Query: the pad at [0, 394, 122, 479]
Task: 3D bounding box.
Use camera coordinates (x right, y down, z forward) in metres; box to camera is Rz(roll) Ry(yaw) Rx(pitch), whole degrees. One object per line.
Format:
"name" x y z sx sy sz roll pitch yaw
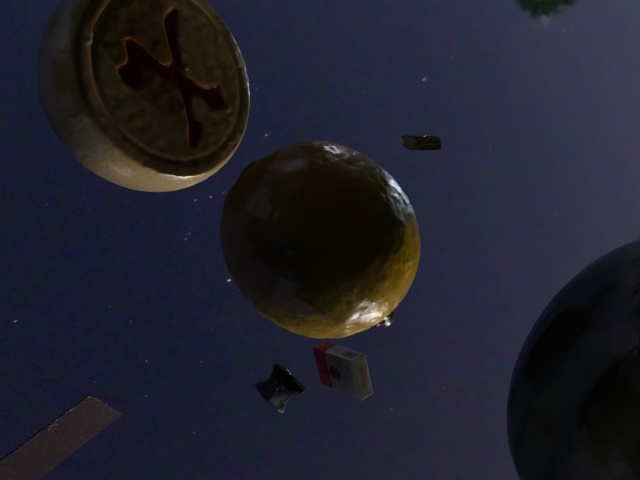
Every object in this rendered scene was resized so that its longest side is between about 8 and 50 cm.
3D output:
"pad" -0.435 0.333 0.803 0.330 0.220 0.004 -36 -104 -20

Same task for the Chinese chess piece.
"Chinese chess piece" -0.271 -0.245 0.932 0.338 0.141 0.338 4 -96 -49

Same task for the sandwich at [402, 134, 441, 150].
"sandwich" 0.200 -0.198 1.186 0.044 0.083 0.030 -30 -58 -62

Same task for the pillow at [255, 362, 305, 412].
"pillow" -0.095 0.345 1.372 0.091 0.135 0.055 25 -135 -11

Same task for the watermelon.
"watermelon" 0.344 0.143 0.571 0.279 0.359 0.279 23 -154 -12

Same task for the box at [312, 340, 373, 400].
"box" 0.050 0.300 1.362 0.048 0.152 0.100 -19 -76 -37

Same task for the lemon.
"lemon" 0.000 -0.001 0.864 0.297 0.297 0.297 12 -109 -38
